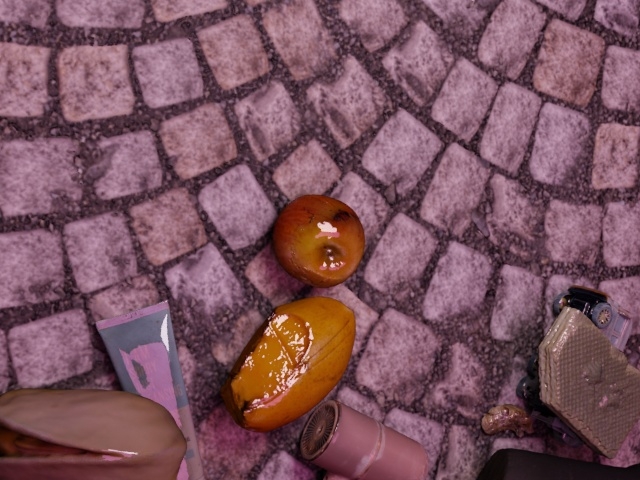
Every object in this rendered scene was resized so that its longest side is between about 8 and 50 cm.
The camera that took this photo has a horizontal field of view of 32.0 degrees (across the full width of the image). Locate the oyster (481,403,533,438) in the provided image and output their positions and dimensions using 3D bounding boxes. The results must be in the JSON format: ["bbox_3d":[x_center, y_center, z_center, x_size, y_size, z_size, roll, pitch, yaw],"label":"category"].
[{"bbox_3d":[0.319,0.312,1.876,0.083,0.038,0.081,-34,106,-19],"label":"oyster"}]

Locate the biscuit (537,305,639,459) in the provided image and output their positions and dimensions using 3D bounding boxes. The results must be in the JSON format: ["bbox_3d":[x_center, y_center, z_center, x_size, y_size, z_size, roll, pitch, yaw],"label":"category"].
[{"bbox_3d":[0.434,0.230,1.791,0.252,0.052,0.150,43,76,-30],"label":"biscuit"}]

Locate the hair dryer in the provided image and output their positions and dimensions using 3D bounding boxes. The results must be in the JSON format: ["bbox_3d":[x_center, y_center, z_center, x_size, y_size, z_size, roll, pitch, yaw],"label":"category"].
[{"bbox_3d":[0.012,0.435,1.740,0.189,0.107,0.344,30,90,-22],"label":"hair dryer"}]

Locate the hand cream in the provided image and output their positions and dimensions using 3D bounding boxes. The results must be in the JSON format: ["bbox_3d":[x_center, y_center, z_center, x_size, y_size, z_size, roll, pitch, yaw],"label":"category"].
[{"bbox_3d":[-0.230,0.251,1.638,0.111,0.070,0.312,-18,95,-16],"label":"hand cream"}]

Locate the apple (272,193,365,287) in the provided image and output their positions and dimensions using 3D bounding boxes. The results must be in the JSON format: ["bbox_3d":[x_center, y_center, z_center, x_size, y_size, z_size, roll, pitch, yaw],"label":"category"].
[{"bbox_3d":[0.000,0.000,1.685,0.146,0.146,0.147,-1,93,-22],"label":"apple"}]

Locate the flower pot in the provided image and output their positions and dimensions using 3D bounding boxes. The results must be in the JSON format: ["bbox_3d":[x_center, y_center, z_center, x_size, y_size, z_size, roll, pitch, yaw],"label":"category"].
[{"bbox_3d":[0.357,0.475,1.775,0.251,0.379,0.379,26,82,2],"label":"flower pot"}]

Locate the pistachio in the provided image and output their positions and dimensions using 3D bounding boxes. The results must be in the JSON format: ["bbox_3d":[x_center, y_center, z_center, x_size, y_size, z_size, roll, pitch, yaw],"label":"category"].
[{"bbox_3d":[-0.326,0.288,1.527,0.288,0.197,0.166,1,86,-1],"label":"pistachio"}]

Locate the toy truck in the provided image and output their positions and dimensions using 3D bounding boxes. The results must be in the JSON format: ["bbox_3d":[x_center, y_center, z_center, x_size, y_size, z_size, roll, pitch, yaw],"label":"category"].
[{"bbox_3d":[0.440,0.216,1.890,0.140,0.108,0.257,26,84,-34],"label":"toy truck"}]

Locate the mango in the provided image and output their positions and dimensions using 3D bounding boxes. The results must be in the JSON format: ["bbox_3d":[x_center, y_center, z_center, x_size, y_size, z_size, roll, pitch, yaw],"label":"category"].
[{"bbox_3d":[-0.045,0.181,1.679,0.252,0.126,0.154,-40,95,-23],"label":"mango"}]
